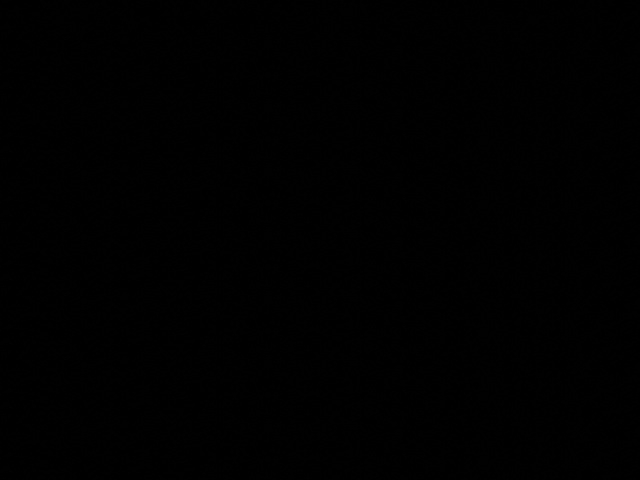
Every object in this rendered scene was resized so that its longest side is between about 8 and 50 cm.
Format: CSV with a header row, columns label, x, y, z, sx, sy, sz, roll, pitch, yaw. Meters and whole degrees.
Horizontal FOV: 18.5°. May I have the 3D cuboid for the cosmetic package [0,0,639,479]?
label,x,y,z,sx,sy,sz,roll,pitch,yaw
cosmetic package,-0.013,-0.007,0.194,0.327,0.329,0.394,97,168,-52
